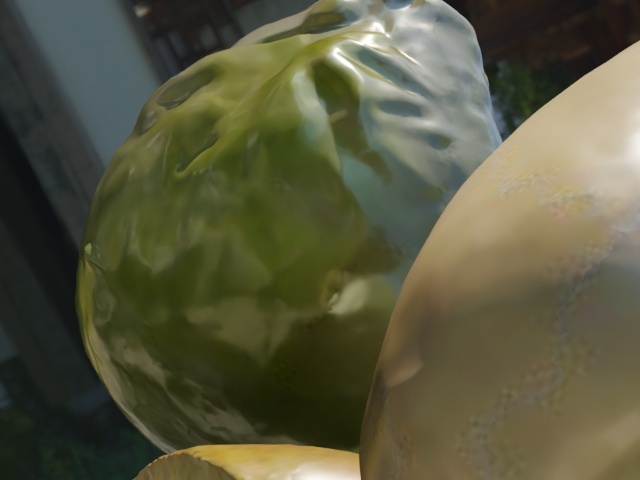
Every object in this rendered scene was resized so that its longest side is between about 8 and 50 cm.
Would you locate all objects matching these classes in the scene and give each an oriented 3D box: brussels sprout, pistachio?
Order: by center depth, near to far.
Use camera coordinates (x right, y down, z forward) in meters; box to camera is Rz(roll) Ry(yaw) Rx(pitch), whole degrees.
[{"bbox_3d":[0.127,0.031,0.446,0.187,0.299,0.188,22,-50,29],"label":"pistachio"},{"bbox_3d":[0.002,0.011,0.874,0.242,0.316,0.274,33,14,-47],"label":"brussels sprout"}]

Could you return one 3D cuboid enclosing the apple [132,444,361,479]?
[{"bbox_3d":[0.009,0.245,0.679,0.252,0.314,0.309,-10,113,-75],"label":"apple"}]
